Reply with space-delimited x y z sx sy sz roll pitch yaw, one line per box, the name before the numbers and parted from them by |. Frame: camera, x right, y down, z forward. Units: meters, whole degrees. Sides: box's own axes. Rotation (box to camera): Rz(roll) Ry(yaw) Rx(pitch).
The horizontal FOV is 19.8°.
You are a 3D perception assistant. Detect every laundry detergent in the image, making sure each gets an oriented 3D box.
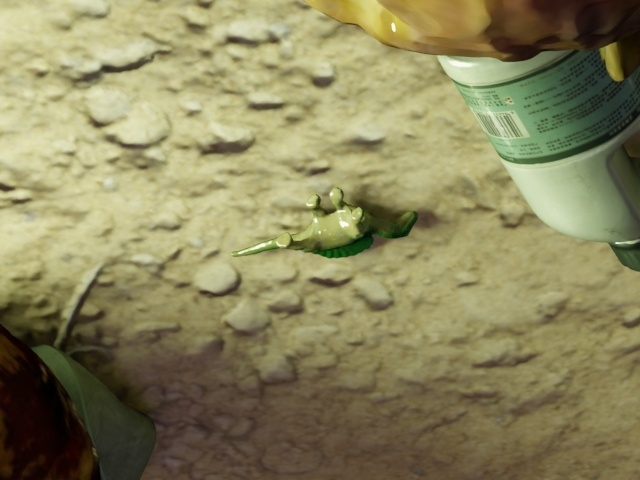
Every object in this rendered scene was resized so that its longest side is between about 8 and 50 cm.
laundry detergent | 0.155 -0.059 1.063 0.099 0.070 0.226 -29 131 10

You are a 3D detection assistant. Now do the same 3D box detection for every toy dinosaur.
toy dinosaur | 0.001 0.000 1.156 0.119 0.029 0.060 -22 145 20

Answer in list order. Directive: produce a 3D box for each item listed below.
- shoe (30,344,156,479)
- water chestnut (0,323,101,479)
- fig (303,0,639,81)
shoe | -0.157 0.139 1.279 0.078 0.079 0.195 -33 132 -30
water chestnut | -0.278 0.160 1.160 0.289 0.289 0.244 -18 167 16
fig | 0.092 -0.181 0.826 0.286 0.286 0.369 -12 154 10
